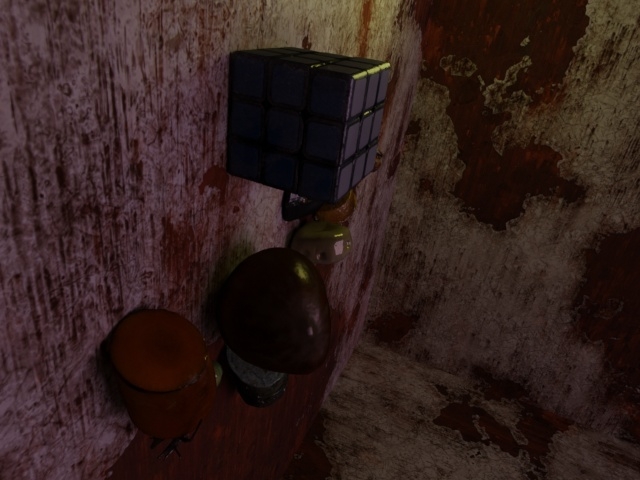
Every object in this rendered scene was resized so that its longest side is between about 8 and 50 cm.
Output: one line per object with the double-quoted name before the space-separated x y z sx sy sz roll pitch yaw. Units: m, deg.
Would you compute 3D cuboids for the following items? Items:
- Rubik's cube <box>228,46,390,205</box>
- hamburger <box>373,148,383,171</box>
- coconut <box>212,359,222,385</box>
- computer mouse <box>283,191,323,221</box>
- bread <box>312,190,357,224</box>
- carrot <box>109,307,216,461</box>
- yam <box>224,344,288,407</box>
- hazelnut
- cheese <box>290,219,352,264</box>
"Rubik's cube" -0.024 -0.303 1.133 0.304 0.305 0.301 -47 150 -57
"hamburger" 0.129 -0.321 1.723 0.231 0.231 0.107 12 97 -73
"coconut" -0.320 0.382 1.273 0.096 0.088 0.088 -33 138 -72
"computer mouse" -0.032 -0.168 1.602 0.295 0.087 0.168 -43 150 -53
"bread" 0.070 -0.152 1.873 0.229 0.139 0.143 -64 153 -28
"carrot" -0.324 0.325 0.997 0.193 0.214 0.331 -50 156 -47
"yam" -0.200 0.440 1.511 0.202 0.201 0.271 -19 154 -20
"hazelnut" -0.120 0.202 1.275 0.366 0.366 0.366 18 90 -73
"cheese" 0.000 0.000 1.689 0.218 0.235 0.117 -127 -148 -61
